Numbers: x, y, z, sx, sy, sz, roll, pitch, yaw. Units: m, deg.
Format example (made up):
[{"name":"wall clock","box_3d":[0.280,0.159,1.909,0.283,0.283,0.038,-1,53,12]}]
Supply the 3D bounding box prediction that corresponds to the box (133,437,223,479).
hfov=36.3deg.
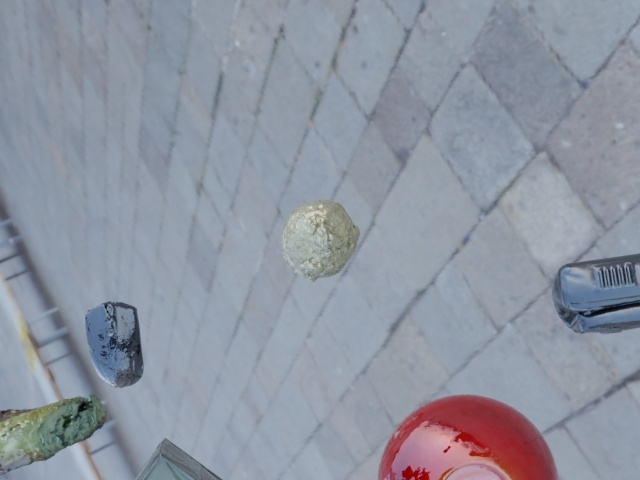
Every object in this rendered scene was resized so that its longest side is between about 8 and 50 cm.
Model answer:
[{"name":"box","box_3d":[-0.244,0.440,1.449,0.155,0.231,0.149,38,174,-4]}]

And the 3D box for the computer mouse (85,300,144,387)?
[{"name":"computer mouse","box_3d":[-0.466,0.243,2.223,0.073,0.122,0.217,-102,6,-76]}]

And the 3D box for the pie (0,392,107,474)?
[{"name":"pie","box_3d":[-0.553,0.352,1.741,0.288,0.355,0.102,-14,94,26]}]

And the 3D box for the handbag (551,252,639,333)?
[{"name":"handbag","box_3d":[0.420,0.063,1.172,0.244,0.275,0.088,34,-134,-74]}]

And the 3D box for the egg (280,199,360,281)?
[{"name":"egg","box_3d":[0.000,0.000,1.424,0.140,0.116,0.118,95,167,-63]}]

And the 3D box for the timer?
[{"name":"timer","box_3d":[0.308,0.513,2.047,0.378,0.378,0.279,63,179,4]}]
